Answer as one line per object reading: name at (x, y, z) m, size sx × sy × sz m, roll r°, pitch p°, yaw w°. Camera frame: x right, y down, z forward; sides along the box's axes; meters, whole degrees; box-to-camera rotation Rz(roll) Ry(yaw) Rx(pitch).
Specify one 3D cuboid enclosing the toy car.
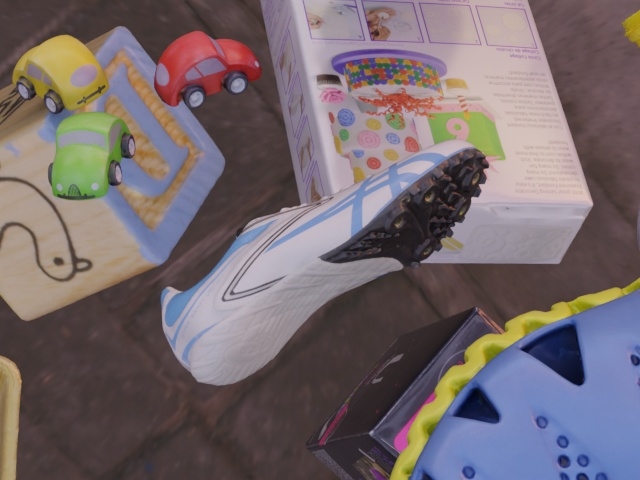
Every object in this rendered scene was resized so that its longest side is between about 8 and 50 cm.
toy car at (-0.186, -0.119, 1.530) m, size 0.239 × 0.225 × 0.053 m, roll 0°, pitch 128°, yaw 12°

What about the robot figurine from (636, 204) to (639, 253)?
robot figurine at (0.348, 0.047, 1.219) m, size 0.200 × 0.300 × 0.353 m, roll -22°, pitch 95°, yaw 5°

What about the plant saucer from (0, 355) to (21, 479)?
plant saucer at (-0.364, 0.252, 1.193) m, size 0.333 × 0.081 × 0.332 m, roll -2°, pitch 73°, yaw 7°

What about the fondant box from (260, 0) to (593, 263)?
fondant box at (0.088, -0.136, 1.587) m, size 0.238 × 0.096 × 0.330 m, roll 0°, pitch 53°, yaw -17°

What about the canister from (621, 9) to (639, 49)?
canister at (0.415, -0.186, 1.869) m, size 0.073 × 0.126 × 0.170 m, roll -33°, pitch 84°, yaw 47°

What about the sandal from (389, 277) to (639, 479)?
sandal at (0.164, 0.072, 0.774) m, size 0.317 × 0.138 × 0.126 m, roll -39°, pitch 110°, yaw -16°

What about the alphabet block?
alphabet block at (-0.247, -0.066, 1.739) m, size 0.197 × 0.193 × 0.192 m, roll -23°, pitch 113°, yaw 34°

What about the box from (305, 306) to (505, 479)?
box at (0.113, 0.183, 1.709) m, size 0.143 × 0.270 × 0.165 m, roll 43°, pitch 73°, yaw -4°

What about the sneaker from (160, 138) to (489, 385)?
sneaker at (0.000, 0.000, 1.116) m, size 0.237 × 0.085 × 0.086 m, roll -34°, pitch 58°, yaw -3°
